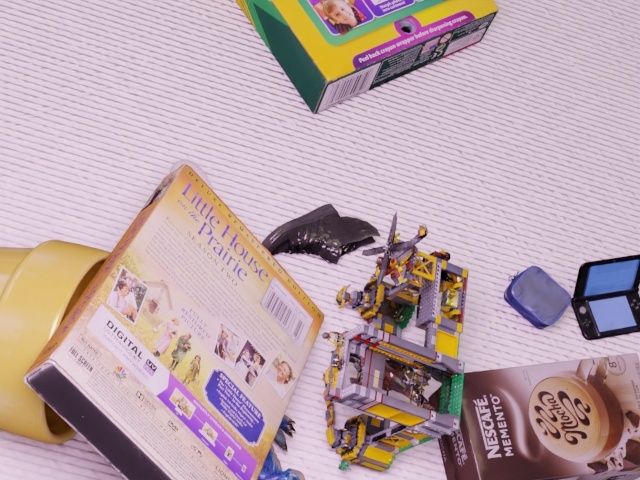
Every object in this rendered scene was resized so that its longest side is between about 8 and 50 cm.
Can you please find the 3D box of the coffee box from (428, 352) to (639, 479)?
[{"bbox_3d":[0.323,0.270,1.630,0.297,0.119,0.168,-5,67,-17],"label":"coffee box"}]

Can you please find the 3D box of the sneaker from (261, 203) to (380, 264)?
[{"bbox_3d":[-0.001,0.001,1.712,0.170,0.051,0.089,-29,70,-29],"label":"sneaker"}]

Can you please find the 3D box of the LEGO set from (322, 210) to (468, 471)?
[{"bbox_3d":[0.064,0.140,1.549,0.192,0.255,0.331,22,67,-22],"label":"LEGO set"}]

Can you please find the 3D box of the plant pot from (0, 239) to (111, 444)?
[{"bbox_3d":[-0.407,0.108,1.453,0.239,0.254,0.254,14,61,9],"label":"plant pot"}]

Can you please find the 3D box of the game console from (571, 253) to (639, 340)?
[{"bbox_3d":[0.463,0.089,1.784,0.122,0.071,0.107,-7,67,-18],"label":"game console"}]

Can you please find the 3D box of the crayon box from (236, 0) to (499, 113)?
[{"bbox_3d":[0.062,-0.419,1.904,0.363,0.106,0.313,-26,73,-25],"label":"crayon box"}]

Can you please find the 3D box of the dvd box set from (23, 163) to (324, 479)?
[{"bbox_3d":[-0.161,0.129,1.436,0.307,0.062,0.420,48,35,-19],"label":"dvd box set"}]

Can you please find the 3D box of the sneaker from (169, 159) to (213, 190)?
[{"bbox_3d":[-0.230,-0.007,1.629,0.153,0.094,0.235,-2,75,-25],"label":"sneaker"}]

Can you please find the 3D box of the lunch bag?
[{"bbox_3d":[0.330,0.087,1.753,0.098,0.065,0.067,44,77,7],"label":"lunch bag"}]

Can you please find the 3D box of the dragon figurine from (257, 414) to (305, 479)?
[{"bbox_3d":[-0.105,0.292,1.522,0.144,0.085,0.289,-5,67,-18],"label":"dragon figurine"}]
